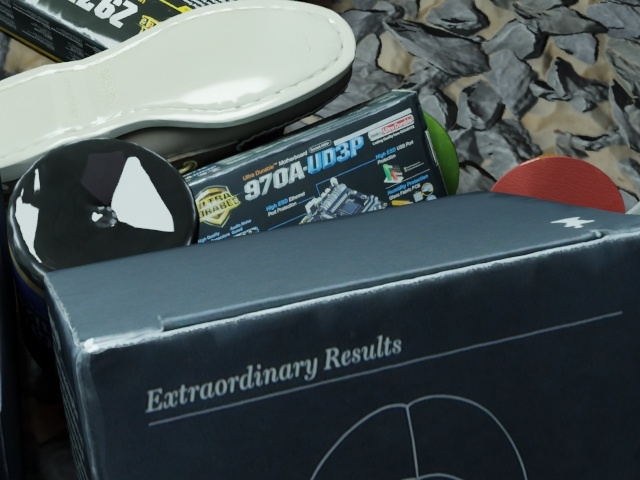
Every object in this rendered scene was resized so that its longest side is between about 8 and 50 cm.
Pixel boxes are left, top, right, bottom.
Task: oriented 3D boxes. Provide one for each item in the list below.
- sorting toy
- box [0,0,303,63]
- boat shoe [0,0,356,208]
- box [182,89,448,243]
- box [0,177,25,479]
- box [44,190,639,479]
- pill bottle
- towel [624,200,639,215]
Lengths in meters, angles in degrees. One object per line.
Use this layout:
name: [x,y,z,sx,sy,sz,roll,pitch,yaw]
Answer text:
sorting toy: [0.087,-0.078,0.983,0.366,0.127,0.126,16,29,1]
box: [-0.183,-0.276,1.030,0.322,0.079,0.257,29,64,7]
boat shoe: [-0.125,-0.100,0.880,0.324,0.096,0.116,-17,58,2]
box: [0.000,0.000,0.866,0.220,0.051,0.175,-24,106,-17]
box: [-0.346,0.072,0.699,0.294,0.182,0.296,-5,41,-15]
box: [0.027,0.193,0.623,0.294,0.212,0.395,-10,100,-17]
pill bottle: [-0.153,0.035,0.781,0.123,0.219,0.122,5,59,-8]
towel: [0.400,0.054,0.906,0.317,0.053,0.332,45,42,11]
